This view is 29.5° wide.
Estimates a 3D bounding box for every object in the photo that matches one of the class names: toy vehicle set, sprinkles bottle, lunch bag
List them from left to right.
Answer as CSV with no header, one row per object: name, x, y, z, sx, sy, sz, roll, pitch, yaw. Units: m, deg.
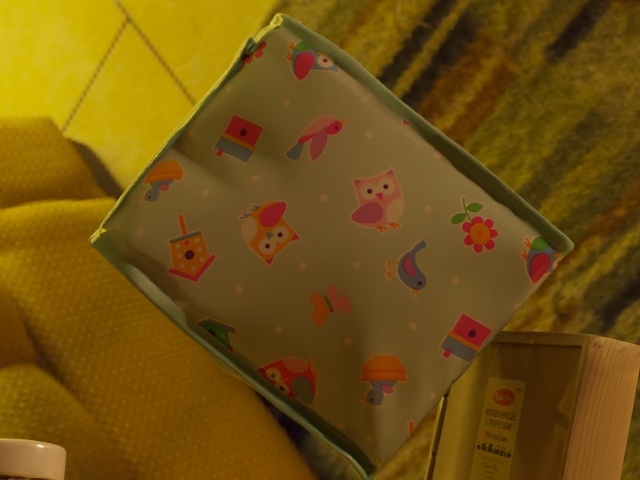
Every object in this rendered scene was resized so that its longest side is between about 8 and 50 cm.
sprinkles bottle,-0.414,0.444,1.599,0.121,0.121,0.355,-12,67,39
lunch bag,0.000,0.000,0.845,0.262,0.160,0.223,40,89,2
toy vehicle set,0.129,0.145,0.821,0.267,0.035,0.166,163,119,-79
